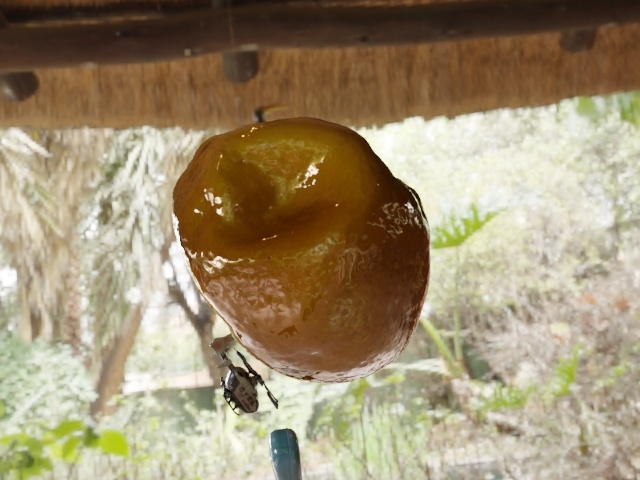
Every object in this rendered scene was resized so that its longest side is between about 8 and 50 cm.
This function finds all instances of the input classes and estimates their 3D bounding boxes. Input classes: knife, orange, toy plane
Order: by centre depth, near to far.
[{"bbox_3d":[0.000,0.000,0.773,0.183,0.249,0.249,-33,-16,9],"label":"orange"},{"bbox_3d":[-0.029,0.311,0.937,0.032,0.244,0.058,-7,15,-11],"label":"knife"},{"bbox_3d":[-0.091,0.155,1.003,0.049,0.120,0.031,-29,28,3],"label":"toy plane"}]
